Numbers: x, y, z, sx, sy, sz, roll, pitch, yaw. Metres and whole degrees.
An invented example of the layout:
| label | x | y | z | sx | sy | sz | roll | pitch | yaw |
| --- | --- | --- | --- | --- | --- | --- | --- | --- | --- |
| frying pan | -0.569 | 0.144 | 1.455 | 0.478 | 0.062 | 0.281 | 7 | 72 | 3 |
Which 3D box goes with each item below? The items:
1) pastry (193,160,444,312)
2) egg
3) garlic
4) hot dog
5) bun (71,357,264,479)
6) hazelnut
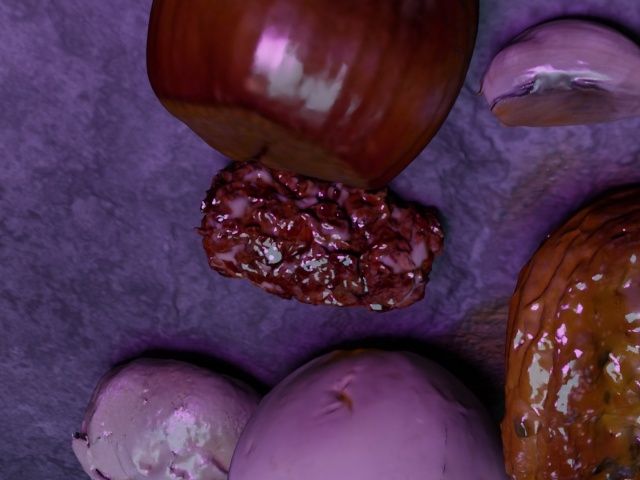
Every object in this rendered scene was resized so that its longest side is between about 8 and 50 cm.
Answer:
| label | x | y | z | sx | sy | sz | roll | pitch | yaw |
| --- | --- | --- | --- | --- | --- | --- | --- | --- | --- |
| pastry | 0.000 | 0.001 | 0.839 | 0.209 | 0.097 | 0.115 | 18 | 146 | -3 |
| egg | 0.058 | 0.281 | 0.951 | 0.283 | 0.283 | 0.345 | -6 | 117 | 22 |
| garlic | 0.181 | -0.119 | 0.691 | 0.152 | 0.066 | 0.084 | -5 | 159 | 26 |
| hot dog | 0.285 | 0.139 | 0.828 | 0.267 | 0.174 | 0.387 | -8 | 131 | 11 |
| bun | -0.156 | 0.230 | 1.074 | 0.239 | 0.141 | 0.239 | 9 | 139 | 8 |
| hazelnut | -0.003 | -0.144 | 0.654 | 0.212 | 0.180 | 0.181 | 22 | 164 | -4 |
